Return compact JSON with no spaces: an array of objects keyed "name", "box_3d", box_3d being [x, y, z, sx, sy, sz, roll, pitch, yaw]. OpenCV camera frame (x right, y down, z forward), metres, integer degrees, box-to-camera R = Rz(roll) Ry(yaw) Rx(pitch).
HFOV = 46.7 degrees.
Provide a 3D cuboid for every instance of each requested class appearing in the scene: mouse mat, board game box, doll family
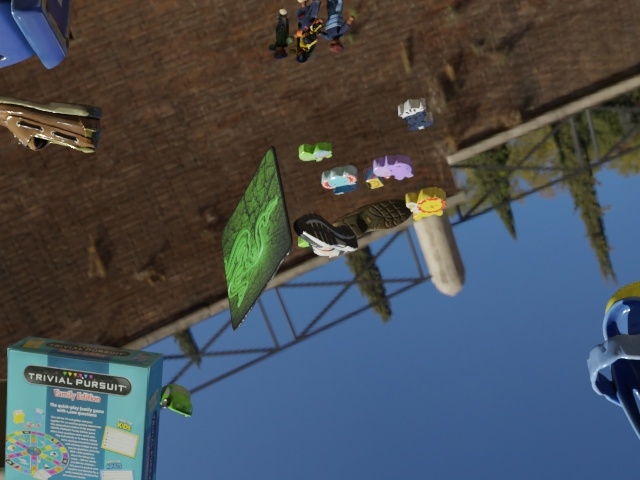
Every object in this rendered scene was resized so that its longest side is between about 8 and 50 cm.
[{"name":"mouse mat","box_3d":[-0.081,0.000,0.882,0.007,0.153,0.190,6,141,-25]},{"name":"board game box","box_3d":[-0.418,0.354,1.306,0.253,0.336,0.079,7,-171,5]},{"name":"doll family","box_3d":[-0.018,-0.384,1.366,0.076,0.112,0.193,12,163,-33]}]

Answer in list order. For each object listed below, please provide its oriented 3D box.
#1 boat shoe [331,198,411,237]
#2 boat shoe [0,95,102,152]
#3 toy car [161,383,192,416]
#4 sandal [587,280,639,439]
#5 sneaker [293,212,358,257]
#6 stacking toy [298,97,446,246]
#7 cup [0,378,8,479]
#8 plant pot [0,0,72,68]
[{"name":"boat shoe","box_3d":[0.104,-0.050,1.560,0.177,0.064,0.060,-19,-163,-12]},{"name":"boat shoe","box_3d":[-0.623,-0.248,1.595,0.307,0.105,0.110,6,-177,11]},{"name":"toy car","box_3d":[-0.325,0.316,1.542,0.225,0.239,0.053,3,-114,53]},{"name":"sandal","box_3d":[0.373,0.197,0.759,0.138,0.318,0.126,-11,153,-44]},{"name":"sneaker","box_3d":[0.000,0.000,0.848,0.043,0.040,0.109,-27,153,26]},{"name":"stacking toy","box_3d":[0.062,-0.093,1.032,0.221,0.052,0.167,-15,-122,23]},{"name":"cup","box_3d":[-0.699,0.489,1.612,0.330,0.237,0.331,9,-161,-3]},{"name":"plant pot","box_3d":[-0.514,-0.408,1.163,0.211,0.236,0.236,3,169,-5]}]
